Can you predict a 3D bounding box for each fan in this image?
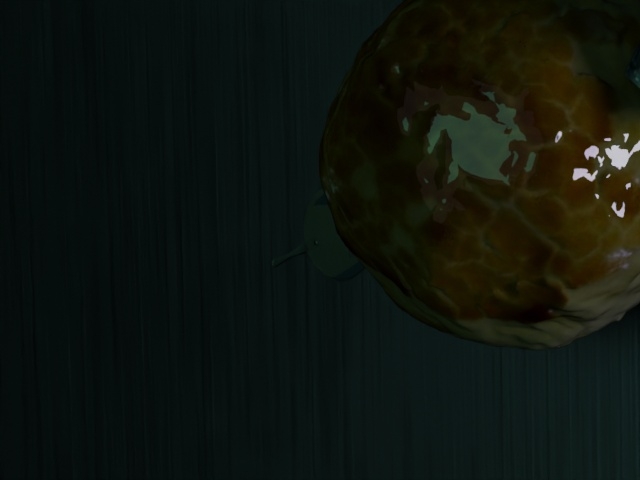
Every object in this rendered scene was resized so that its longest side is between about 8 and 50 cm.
[{"bbox_3d":[0.000,0.000,1.937,0.175,0.005,0.113,-26,76,42],"label":"fan"}]

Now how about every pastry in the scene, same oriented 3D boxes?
[{"bbox_3d":[0.175,-0.084,1.552,0.388,0.313,0.388,10,104,45],"label":"pastry"}]

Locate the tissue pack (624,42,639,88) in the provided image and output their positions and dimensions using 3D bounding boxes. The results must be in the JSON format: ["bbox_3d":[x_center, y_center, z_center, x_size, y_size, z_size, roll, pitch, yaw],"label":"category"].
[{"bbox_3d":[0.408,-0.246,1.338,0.103,0.228,0.315,48,134,25],"label":"tissue pack"}]
